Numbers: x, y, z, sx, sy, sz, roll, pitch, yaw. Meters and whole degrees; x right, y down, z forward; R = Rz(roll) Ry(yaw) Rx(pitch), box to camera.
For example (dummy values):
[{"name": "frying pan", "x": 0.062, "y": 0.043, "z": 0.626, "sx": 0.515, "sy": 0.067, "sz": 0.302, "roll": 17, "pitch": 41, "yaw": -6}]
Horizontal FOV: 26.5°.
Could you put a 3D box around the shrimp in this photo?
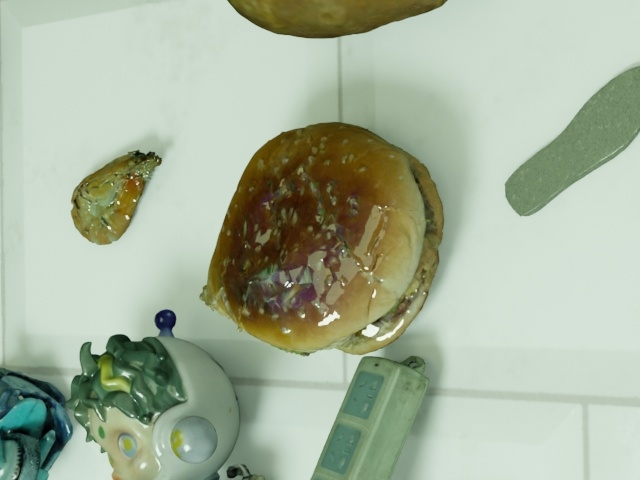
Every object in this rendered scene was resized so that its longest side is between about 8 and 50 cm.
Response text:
[{"name": "shrimp", "x": -0.246, "y": -0.059, "z": 1.663, "sx": 0.184, "sy": 0.043, "sz": 0.091, "roll": -40, "pitch": 74, "yaw": 38}]

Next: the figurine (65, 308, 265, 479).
[{"name": "figurine", "x": -0.152, "y": 0.268, "z": 1.501, "sx": 0.261, "sy": 0.186, "sz": 0.382, "roll": -38, "pitch": 73, "yaw": 43}]

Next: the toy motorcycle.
[{"name": "toy motorcycle", "x": -0.432, "y": 0.272, "z": 1.748, "sx": 0.260, "sy": 0.154, "sz": 0.206, "roll": -32, "pitch": 47, "yaw": 37}]

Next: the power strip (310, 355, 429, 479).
[{"name": "power strip", "x": 0.032, "y": 0.235, "z": 1.372, "sx": 0.078, "sy": 0.052, "sz": 0.272, "roll": 6, "pitch": 71, "yaw": 60}]

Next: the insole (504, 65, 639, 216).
[{"name": "insole", "x": 0.249, "y": -0.091, "z": 1.293, "sx": 0.192, "sy": 0.010, "sz": 0.063, "roll": -44, "pitch": 64, "yaw": 30}]

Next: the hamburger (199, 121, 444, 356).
[{"name": "hamburger", "x": 0.000, "y": 0.000, "z": 1.411, "sx": 0.286, "sy": 0.146, "sz": 0.243, "roll": -28, "pitch": 66, "yaw": 36}]

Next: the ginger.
[{"name": "ginger", "x": 0.002, "y": -0.294, "z": 1.365, "sx": 0.223, "sy": 0.200, "sz": 0.269, "roll": -47, "pitch": 63, "yaw": 26}]
